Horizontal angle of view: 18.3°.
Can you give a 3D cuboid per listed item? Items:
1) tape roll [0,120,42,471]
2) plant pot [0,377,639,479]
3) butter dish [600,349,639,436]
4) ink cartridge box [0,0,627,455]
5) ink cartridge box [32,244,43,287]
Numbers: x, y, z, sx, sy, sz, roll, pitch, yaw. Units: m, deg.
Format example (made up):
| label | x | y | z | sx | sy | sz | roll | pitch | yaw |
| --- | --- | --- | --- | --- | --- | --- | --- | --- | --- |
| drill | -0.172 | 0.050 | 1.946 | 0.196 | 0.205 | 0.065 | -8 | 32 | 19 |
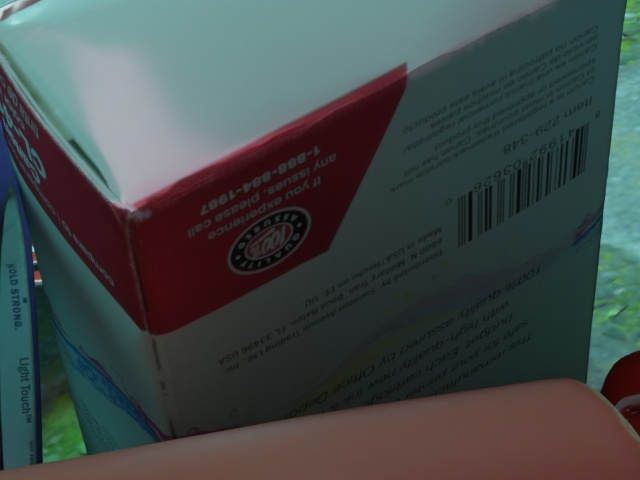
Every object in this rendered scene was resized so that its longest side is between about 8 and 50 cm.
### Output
| label | x | y | z | sx | sy | sz | roll | pitch | yaw |
| --- | --- | --- | --- | --- | --- | --- | --- | --- | --- |
| tape roll | -0.175 | 0.073 | 0.867 | 0.090 | 0.274 | 0.275 | -2 | 31 | -5 |
| plant pot | 0.003 | 0.174 | 0.640 | 0.243 | 0.275 | 0.275 | -19 | 31 | -7 |
| butter dish | 0.182 | 0.123 | 0.778 | 0.160 | 0.118 | 0.160 | -19 | 49 | 52 |
| ink cartridge box | 0.000 | 0.000 | 0.850 | 0.226 | 0.306 | 0.131 | -29 | 57 | -19 |
| ink cartridge box | -0.123 | -0.028 | 1.121 | 0.296 | 0.066 | 0.261 | -5 | 8 | 21 |
